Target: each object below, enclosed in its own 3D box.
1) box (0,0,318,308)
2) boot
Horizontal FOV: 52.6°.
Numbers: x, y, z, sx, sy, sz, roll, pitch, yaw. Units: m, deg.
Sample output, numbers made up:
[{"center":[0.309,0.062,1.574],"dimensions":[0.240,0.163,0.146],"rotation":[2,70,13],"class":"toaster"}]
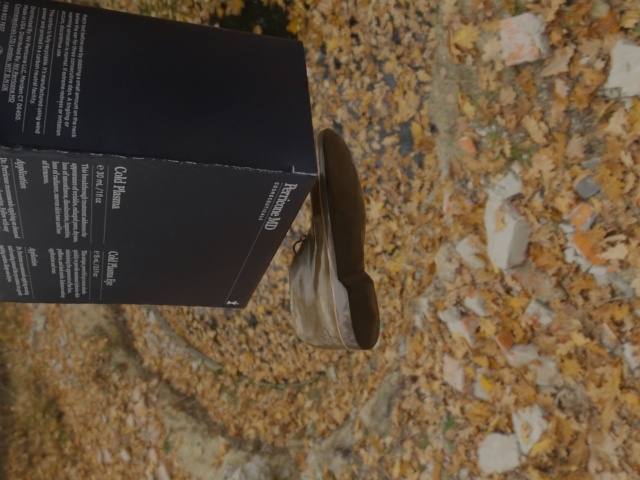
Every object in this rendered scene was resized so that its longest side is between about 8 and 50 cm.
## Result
[{"center":[-0.205,-0.067,0.732],"dimensions":[0.343,0.312,0.179],"rotation":[125,145,-56],"class":"box"},{"center":[0.000,0.000,0.892],"dimensions":[0.115,0.112,0.305],"rotation":[-8,85,34],"class":"boot"}]
